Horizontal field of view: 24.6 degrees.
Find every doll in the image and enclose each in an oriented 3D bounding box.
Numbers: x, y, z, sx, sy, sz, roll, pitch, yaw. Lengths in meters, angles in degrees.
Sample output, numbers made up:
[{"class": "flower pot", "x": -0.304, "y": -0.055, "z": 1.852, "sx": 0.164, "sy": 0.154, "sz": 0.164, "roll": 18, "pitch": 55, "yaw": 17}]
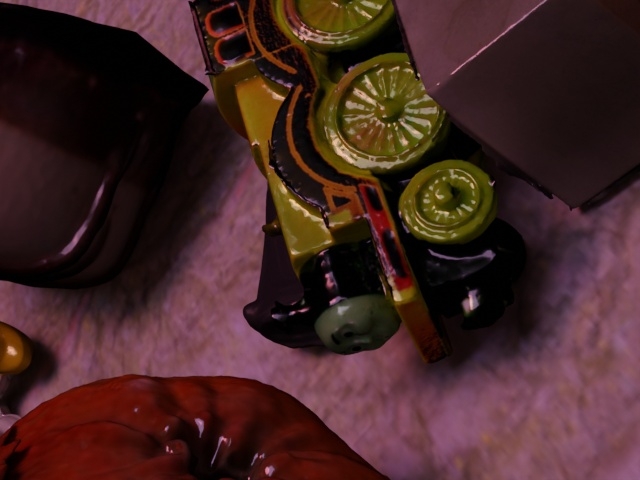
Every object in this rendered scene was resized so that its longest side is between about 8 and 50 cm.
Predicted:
[{"class": "doll", "x": -0.275, "y": 0.119, "z": 1.188, "sx": 0.135, "sy": 0.071, "sz": 0.113, "roll": -20, "pitch": 69, "yaw": 44}]

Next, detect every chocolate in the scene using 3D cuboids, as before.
[{"class": "chocolate", "x": -0.240, "y": -0.059, "z": 1.137, "sx": 0.284, "sy": 0.283, "sz": 0.186, "roll": -2, "pitch": 79, "yaw": 45}]

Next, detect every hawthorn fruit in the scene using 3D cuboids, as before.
[{"class": "hawthorn fruit", "x": -0.088, "y": 0.230, "z": 0.771, "sx": 0.276, "sy": 0.276, "sz": 0.307, "roll": 40, "pitch": 110, "yaw": 51}]

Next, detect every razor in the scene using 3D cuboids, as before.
[{"class": "razor", "x": 0.000, "y": 0.000, "z": 0.983, "sx": 0.090, "sy": 0.054, "sz": 0.148, "roll": -18, "pitch": 51, "yaw": 35}]

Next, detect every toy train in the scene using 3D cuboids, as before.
[{"class": "toy train", "x": 0.020, "y": -0.056, "z": 0.917, "sx": 0.161, "sy": 0.100, "sz": 0.296, "roll": -23, "pitch": 57, "yaw": 6}]

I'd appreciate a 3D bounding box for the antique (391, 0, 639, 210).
[{"class": "antique", "x": 0.142, "y": -0.130, "z": 0.853, "sx": 0.148, "sy": 0.152, "sz": 0.146, "roll": -39, "pitch": 40, "yaw": 24}]
